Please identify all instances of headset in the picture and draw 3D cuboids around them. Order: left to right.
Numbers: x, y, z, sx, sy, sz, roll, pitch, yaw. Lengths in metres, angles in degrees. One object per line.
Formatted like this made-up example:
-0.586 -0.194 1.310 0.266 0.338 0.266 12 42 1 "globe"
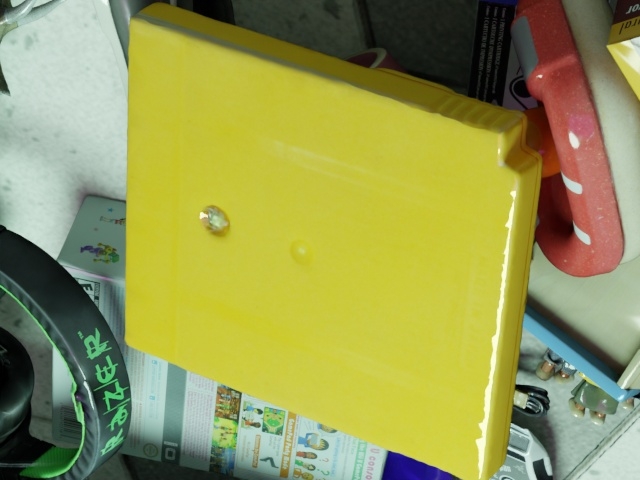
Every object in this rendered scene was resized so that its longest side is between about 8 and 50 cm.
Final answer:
-0.343 0.095 1.691 0.394 0.185 0.243 16 128 34 "headset"

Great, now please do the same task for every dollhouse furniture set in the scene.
0.333 -0.010 1.561 0.303 0.198 0.286 37 114 21 "dollhouse furniture set"

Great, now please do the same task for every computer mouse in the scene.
0.170 0.182 1.783 0.106 0.042 0.193 11 139 29 "computer mouse"

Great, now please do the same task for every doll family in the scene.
0.279 0.115 1.686 0.193 0.076 0.111 19 128 -11 "doll family"

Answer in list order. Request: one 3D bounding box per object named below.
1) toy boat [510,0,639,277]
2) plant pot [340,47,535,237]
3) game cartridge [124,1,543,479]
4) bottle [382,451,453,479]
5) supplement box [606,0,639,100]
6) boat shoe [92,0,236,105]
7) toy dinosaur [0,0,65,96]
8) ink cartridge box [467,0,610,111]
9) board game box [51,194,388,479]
0.153 -0.066 1.408 0.151 0.151 0.231 -15 141 5 "toy boat"
0.040 -0.041 1.533 0.201 0.201 0.180 -24 106 30 "plant pot"
0.000 0.000 1.432 0.324 0.053 0.285 19 123 25 "game cartridge"
0.083 0.316 1.893 0.118 0.092 0.283 1 131 15 "bottle"
0.315 -0.171 1.318 0.191 0.194 0.129 -15 129 32 "supplement box"
-0.093 -0.114 1.540 0.095 0.112 0.335 -2 127 21 "boat shoe"
-0.323 -0.098 1.605 0.160 0.121 0.313 26 129 8 "toy dinosaur"
0.165 -0.175 1.467 0.097 0.046 0.207 8 132 5 "ink cartridge box"
-0.077 0.100 1.738 0.303 0.097 0.224 13 134 4 "board game box"
